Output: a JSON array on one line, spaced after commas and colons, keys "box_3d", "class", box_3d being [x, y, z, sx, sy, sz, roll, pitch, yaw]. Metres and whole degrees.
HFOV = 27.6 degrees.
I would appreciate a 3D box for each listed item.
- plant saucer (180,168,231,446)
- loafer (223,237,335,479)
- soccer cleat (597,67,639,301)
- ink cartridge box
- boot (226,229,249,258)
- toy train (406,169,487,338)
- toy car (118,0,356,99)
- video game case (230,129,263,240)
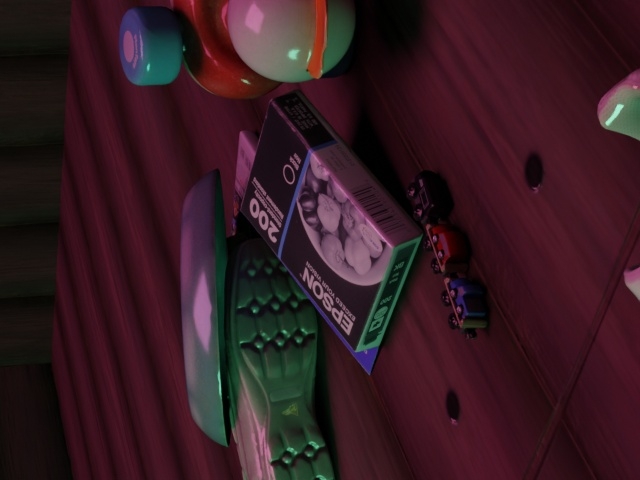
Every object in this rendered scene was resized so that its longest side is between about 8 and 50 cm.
[{"box_3d": [-0.130, 0.077, 1.493, 0.317, 0.043, 0.318, 177, 90, -88], "class": "plant saucer"}, {"box_3d": [-0.058, 0.159, 1.421, 0.111, 0.112, 0.320, -21, 74, 61], "class": "loafer"}, {"box_3d": [0.210, 0.063, 0.580, 0.116, 0.143, 0.331, 125, 137, -61], "class": "soccer cleat"}, {"box_3d": [0.000, 0.000, 1.241, 0.206, 0.045, 0.208, 51, 145, 29], "class": "ink cartridge box"}, {"box_3d": [-0.091, 0.045, 1.545, 0.106, 0.037, 0.114, -174, 84, -72], "class": "boot"}, {"box_3d": [0.104, 0.008, 1.057, 0.036, 0.027, 0.158, -54, 41, 45], "class": "toy train"}, {"box_3d": [-0.038, -0.223, 1.154, 0.238, 0.219, 0.210, 22, 114, 60], "class": "toy car"}, {"box_3d": [-0.069, -0.014, 1.557, 0.190, 0.022, 0.173, -124, 35, -54], "class": "video game case"}]
